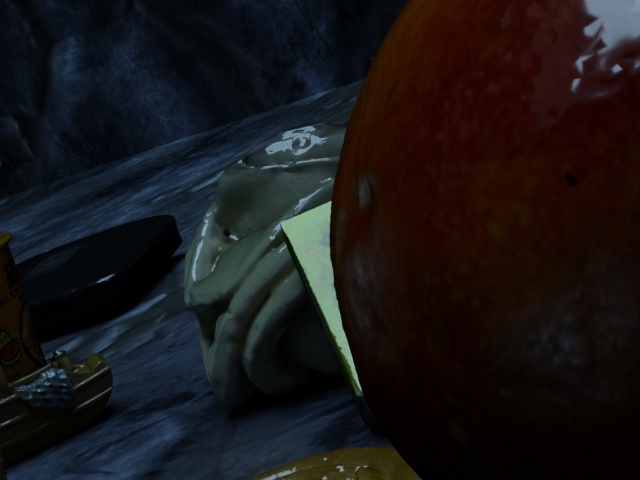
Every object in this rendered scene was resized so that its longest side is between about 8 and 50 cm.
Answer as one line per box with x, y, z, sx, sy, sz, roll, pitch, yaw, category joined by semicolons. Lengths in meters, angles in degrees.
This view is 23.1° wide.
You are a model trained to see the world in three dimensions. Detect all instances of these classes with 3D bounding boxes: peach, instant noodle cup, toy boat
0.168;0.010;0.794;0.335;0.310;0.406;15;8;-14;peach
-0.417;0.109;1.778;0.216;0.172;0.216;-21;11;4;instant noodle cup
-0.351;0.172;1.509;0.310;0.115;0.089;-24;12;-8;toy boat

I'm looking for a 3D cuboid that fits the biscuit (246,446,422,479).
-0.015;0.180;1.056;0.224;0.033;0.144;-17;13;22;biscuit

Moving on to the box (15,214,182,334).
-0.347;0.062;2.113;0.290;0.073;0.289;-19;13;16;box

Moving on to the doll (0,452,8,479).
-0.288;0.182;1.155;0.201;0.156;0.303;10;9;-20;doll

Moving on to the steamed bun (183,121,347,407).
0.000;0.000;1.418;0.268;0.207;0.280;-20;13;9;steamed bun

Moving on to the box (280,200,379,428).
0.119;0.015;1.225;0.260;0.062;0.175;-23;56;-3;box
